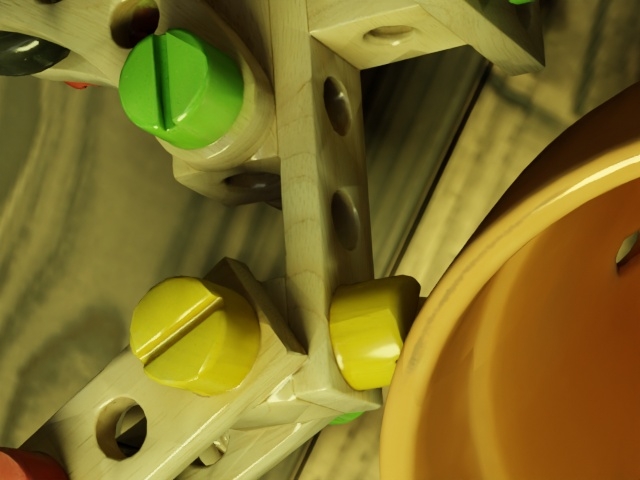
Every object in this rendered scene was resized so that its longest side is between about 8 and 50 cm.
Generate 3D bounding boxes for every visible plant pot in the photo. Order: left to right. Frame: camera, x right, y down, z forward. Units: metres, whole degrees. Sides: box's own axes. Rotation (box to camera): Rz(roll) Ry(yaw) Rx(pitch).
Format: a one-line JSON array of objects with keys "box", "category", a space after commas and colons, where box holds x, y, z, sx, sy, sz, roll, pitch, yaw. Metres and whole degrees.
[{"box": [0.185, 0.039, 0.595, 0.291, 0.203, 0.291, 11, 126, 16], "category": "plant pot"}]

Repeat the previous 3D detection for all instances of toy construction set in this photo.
[{"box": [0.000, 0.000, 0.664, 0.237, 0.257, 0.309, -17, 135, 18], "category": "toy construction set"}]
